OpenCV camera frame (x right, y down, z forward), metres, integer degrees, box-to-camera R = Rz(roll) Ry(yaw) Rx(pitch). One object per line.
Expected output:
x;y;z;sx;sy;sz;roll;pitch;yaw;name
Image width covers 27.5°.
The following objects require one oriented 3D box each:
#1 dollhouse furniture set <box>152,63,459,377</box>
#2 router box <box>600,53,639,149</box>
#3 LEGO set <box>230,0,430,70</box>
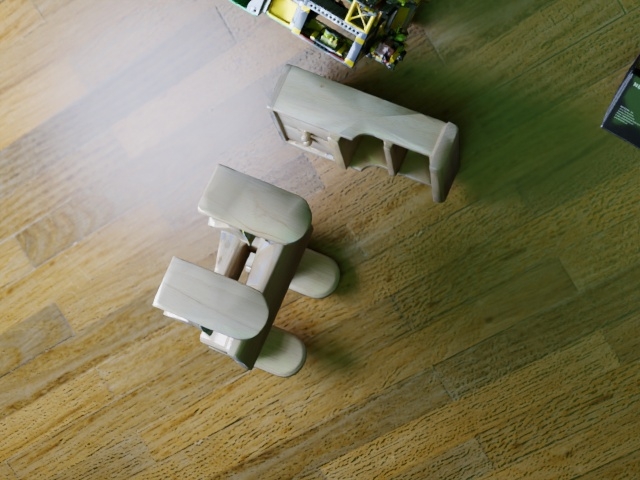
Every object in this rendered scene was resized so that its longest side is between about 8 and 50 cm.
0.000;0.000;1.793;0.256;0.362;0.394;21;79;12;dollhouse furniture set
0.516;-0.121;1.658;0.309;0.243;0.081;31;111;6;router box
0.009;-0.393;1.730;0.331;0.255;0.192;37;128;12;LEGO set
